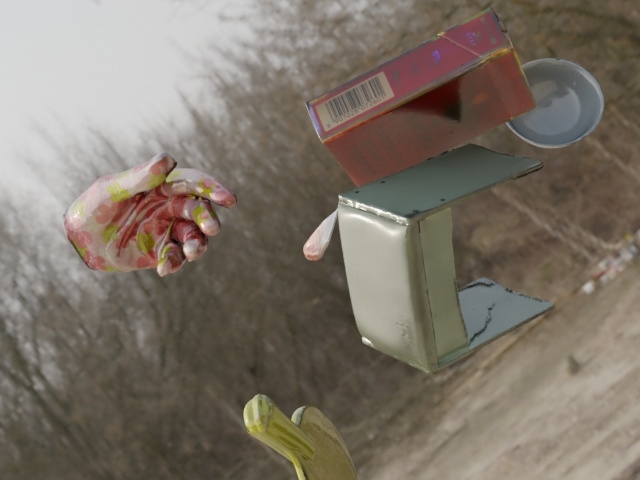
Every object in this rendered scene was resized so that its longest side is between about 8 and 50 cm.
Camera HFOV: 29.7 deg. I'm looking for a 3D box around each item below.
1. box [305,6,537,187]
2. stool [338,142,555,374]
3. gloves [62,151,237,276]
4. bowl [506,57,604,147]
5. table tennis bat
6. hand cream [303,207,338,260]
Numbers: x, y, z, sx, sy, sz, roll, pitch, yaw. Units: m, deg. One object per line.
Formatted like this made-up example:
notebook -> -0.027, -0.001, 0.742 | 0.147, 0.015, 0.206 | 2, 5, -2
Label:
box -> 0.158, -0.208, 1.843 | 0.313, 0.089, 0.197 | -26, -29, 10
stool -> 0.189, 0.021, 1.781 | 0.270, 0.243, 0.170 | -23, 26, -29
gloves -> -0.200, -0.032, 1.491 | 0.241, 0.145, 0.126 | -13, 6, 22
bowl -> 0.422, -0.235, 2.216 | 0.189, 0.189, 0.086 | -40, -22, -12
table tennis bat -> -0.019, 0.343, 1.903 | 0.054, 0.224, 0.368 | -22, -39, 15
hand cream -> 0.001, 0.001, 2.114 | 0.038, 0.052, 0.216 | -10, -13, -13
